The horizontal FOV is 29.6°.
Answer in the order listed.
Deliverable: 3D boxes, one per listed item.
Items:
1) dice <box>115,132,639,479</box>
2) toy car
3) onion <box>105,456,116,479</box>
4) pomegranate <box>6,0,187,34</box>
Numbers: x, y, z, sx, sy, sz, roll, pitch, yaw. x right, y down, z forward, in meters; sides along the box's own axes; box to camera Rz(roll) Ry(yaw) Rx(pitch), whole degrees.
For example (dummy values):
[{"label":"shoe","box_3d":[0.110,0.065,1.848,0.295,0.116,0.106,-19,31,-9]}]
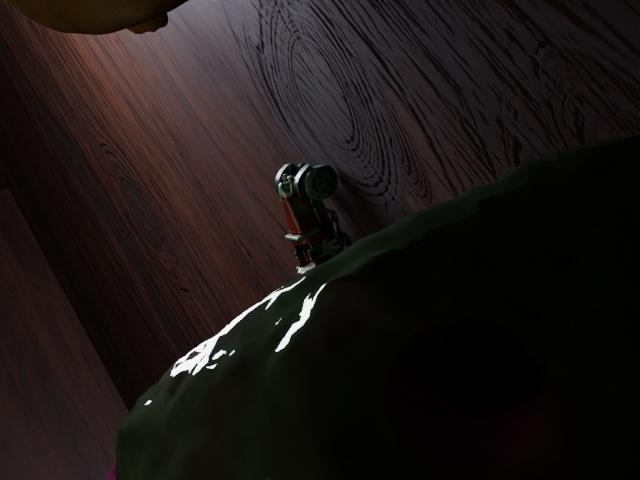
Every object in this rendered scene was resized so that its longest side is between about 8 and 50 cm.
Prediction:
[{"label":"dice","box_3d":[0.104,0.162,0.558,0.322,0.318,0.330,61,161,13]},{"label":"toy car","box_3d":[0.000,0.000,1.069,0.073,0.054,0.143,11,124,67]},{"label":"onion","box_3d":[-0.053,0.317,1.123,0.358,0.358,0.345,45,116,47]},{"label":"pomegranate","box_3d":[-0.175,-0.275,0.963,0.233,0.233,0.233,54,159,32]}]
